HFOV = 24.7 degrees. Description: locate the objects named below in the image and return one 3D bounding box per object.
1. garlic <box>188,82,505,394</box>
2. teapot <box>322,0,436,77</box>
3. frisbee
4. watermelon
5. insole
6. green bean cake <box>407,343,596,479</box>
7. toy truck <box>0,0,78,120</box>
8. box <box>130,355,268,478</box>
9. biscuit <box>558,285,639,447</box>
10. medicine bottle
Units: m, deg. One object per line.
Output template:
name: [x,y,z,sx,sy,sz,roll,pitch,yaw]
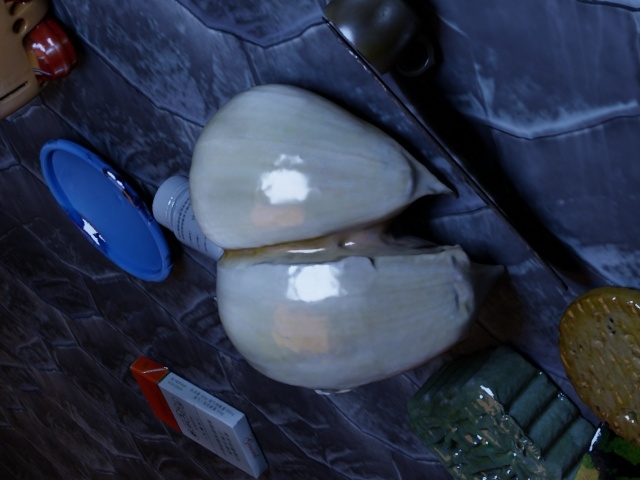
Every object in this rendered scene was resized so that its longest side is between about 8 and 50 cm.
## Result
garlic: [0.000,0.000,1.431,0.249,0.286,0.313,8,-175,-34]
teapot: [0.055,-0.180,1.200,0.121,0.068,0.076,43,-172,-31]
frisbee: [-0.278,-0.045,1.950,0.242,0.045,0.242,36,153,22]
watermelon: [0.285,0.221,1.421,0.125,0.135,0.094,50,-168,-15]
insole: [0.110,-0.074,1.270,0.328,0.007,0.111,47,-172,-14]
green bean cake: [0.197,0.207,1.536,0.183,0.094,0.185,50,150,-5]
toy truck: [-0.428,-0.262,1.705,0.239,0.189,0.265,39,156,35]
box: [-0.193,0.279,2.317,0.245,0.035,0.139,24,148,39]
biscuit: [0.293,0.120,1.300,0.188,0.027,0.188,32,144,27]
medicine bottle: [-0.130,-0.025,1.705,0.130,0.080,0.080,26,149,37]
